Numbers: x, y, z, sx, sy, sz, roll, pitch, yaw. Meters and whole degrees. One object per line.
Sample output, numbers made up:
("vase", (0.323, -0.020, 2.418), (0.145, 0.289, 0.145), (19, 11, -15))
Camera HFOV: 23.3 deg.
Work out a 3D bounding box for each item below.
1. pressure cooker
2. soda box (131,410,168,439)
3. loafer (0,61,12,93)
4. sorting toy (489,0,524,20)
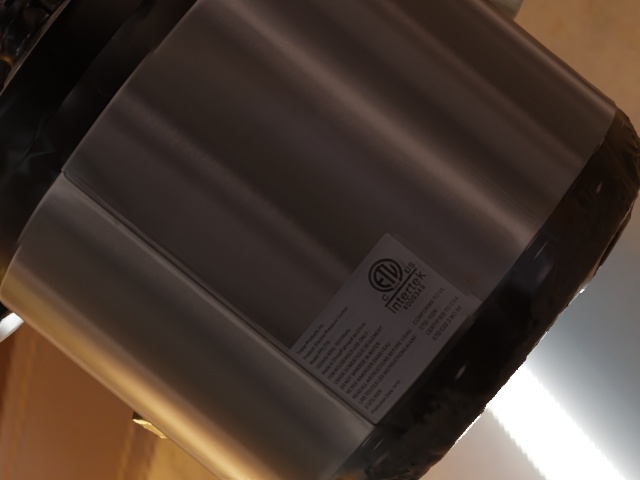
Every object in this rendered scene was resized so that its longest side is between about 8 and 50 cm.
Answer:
("pressure cooker", (-0.042, -0.059, 1.032), (0.420, 0.370, 0.375), (38, -29, 0))
("soda box", (-0.145, 0.116, 1.657), (0.058, 0.061, 0.181), (-11, -123, 33))
("loafer", (-0.383, -0.253, 1.648), (0.366, 0.130, 0.134), (29, -70, 28))
("sorting toy", (0.124, -0.313, 1.430), (0.038, 0.193, 0.208), (-71, -179, -46))
